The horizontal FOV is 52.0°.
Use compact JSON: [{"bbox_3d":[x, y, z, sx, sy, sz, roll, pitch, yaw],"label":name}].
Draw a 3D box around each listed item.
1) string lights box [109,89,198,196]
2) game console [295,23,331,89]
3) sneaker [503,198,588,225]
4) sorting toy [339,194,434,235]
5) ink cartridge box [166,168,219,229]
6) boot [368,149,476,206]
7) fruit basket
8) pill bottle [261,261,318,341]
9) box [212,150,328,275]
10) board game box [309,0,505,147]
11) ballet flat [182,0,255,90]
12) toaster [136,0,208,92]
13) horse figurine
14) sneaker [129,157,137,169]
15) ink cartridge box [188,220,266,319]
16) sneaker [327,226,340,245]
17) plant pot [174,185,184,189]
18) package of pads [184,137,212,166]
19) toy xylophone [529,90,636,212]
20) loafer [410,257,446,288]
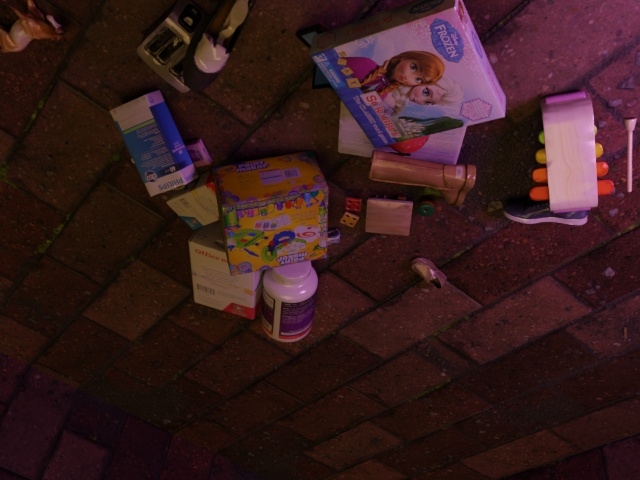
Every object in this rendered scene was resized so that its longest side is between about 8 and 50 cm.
[{"bbox_3d":[-0.457,-0.265,1.811,0.133,0.077,0.259,-15,107,25],"label":"string lights box"},{"bbox_3d":[-0.010,-0.435,1.561,0.124,0.085,0.144,39,171,-25],"label":"game console"},{"bbox_3d":[0.621,-0.126,1.801,0.226,0.086,0.163,2,133,13],"label":"sneaker"},{"bbox_3d":[0.195,-0.082,1.957,0.275,0.046,0.132,5,136,6],"label":"sorting toy"},{"bbox_3d":[-0.333,-0.132,1.988,0.231,0.078,0.134,-18,130,27],"label":"ink cartridge box"},{"bbox_3d":[0.263,-0.172,1.774,0.270,0.089,0.236,7,163,1],"label":"boot"},{"bbox_3d":[0.213,-0.327,1.660,0.327,0.165,0.353,7,152,4],"label":"fruit basket"},{"bbox_3d":[-0.104,0.183,2.191,0.182,0.181,0.323,10,136,2],"label":"pill bottle"},{"bbox_3d":[-0.140,-0.075,1.870,0.290,0.177,0.279,-10,136,-11],"label":"box"},{"bbox_3d":[0.192,-0.348,1.399,0.318,0.065,0.318,-10,144,30],"label":"board game box"},{"bbox_3d":[-0.234,-0.472,1.511,0.095,0.096,0.280,25,98,-27],"label":"ballet flat"},{"bbox_3d":[-0.341,-0.478,1.616,0.186,0.110,0.168,-28,123,34],"label":"toaster"},{"bbox_3d":[-0.779,-0.547,1.667,0.263,0.066,0.174,-21,122,26],"label":"horse figurine"},{"bbox_3d":[-0.538,-0.223,1.977,0.083,0.031,0.035,42,142,-23],"label":"sneaker"},{"bbox_3d":[-0.299,0.097,2.159,0.226,0.131,0.306,17,136,9],"label":"ink cartridge box"},{"bbox_3d":[0.000,0.000,2.078,0.135,0.052,0.058,-5,138,17],"label":"sneaker"},{"bbox_3d":[-0.427,-0.206,1.931,0.083,0.079,0.083,5,136,5],"label":"plant pot"},{"bbox_3d":[-0.354,-0.253,1.903,0.050,0.032,0.083,-9,132,18],"label":"package of pads"},{"bbox_3d":[0.652,-0.207,1.638,0.236,0.081,0.322,2,115,14],"label":"toy xylophone"},{"bbox_3d":[0.351,0.106,2.115,0.148,0.050,0.056,32,132,-21],"label":"loafer"}]
